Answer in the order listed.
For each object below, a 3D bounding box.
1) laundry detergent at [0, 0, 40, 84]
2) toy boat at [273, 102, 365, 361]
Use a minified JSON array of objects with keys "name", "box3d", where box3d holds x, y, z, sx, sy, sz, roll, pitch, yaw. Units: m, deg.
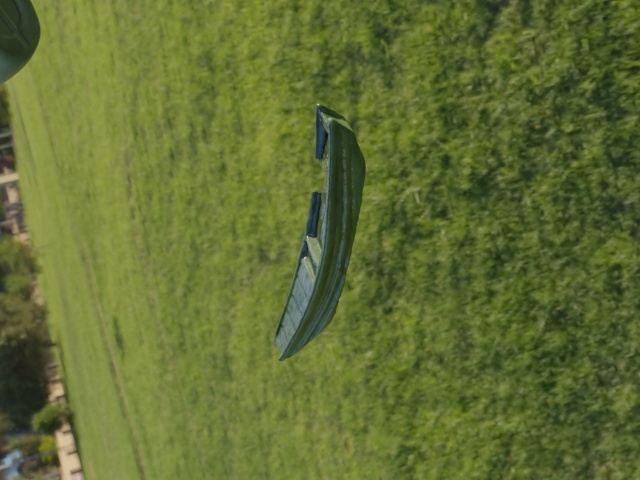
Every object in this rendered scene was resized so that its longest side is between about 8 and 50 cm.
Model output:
[{"name":"laundry detergent","box3d":[-0.522,-0.232,0.879,0.264,0.398,0.124,58,-151,-32]},{"name":"toy boat","box3d":[0.000,0.000,0.906,0.093,0.055,0.293,-113,31,-61]}]
